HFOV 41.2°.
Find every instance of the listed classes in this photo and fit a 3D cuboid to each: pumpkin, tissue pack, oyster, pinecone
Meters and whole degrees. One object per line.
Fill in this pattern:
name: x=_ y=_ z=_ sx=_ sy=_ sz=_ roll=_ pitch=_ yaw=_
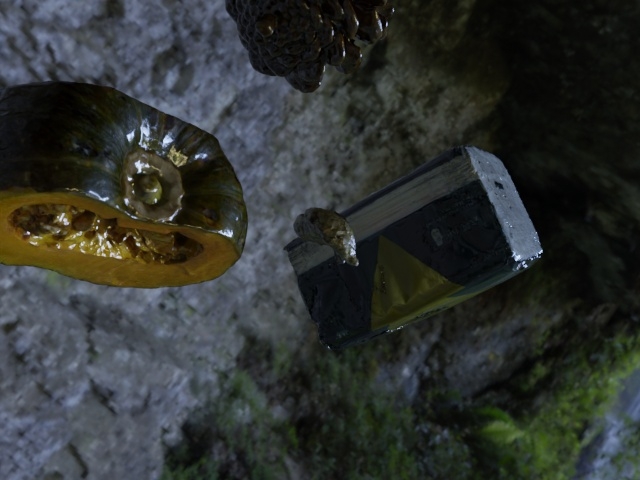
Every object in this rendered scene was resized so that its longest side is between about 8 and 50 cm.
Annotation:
pumpkin: x=-0.231 y=-0.040 z=0.855 sx=0.221 sy=0.139 sz=0.317 roll=-19 pitch=-20 yaw=33
tissue pack: x=0.176 y=0.020 z=1.631 sx=0.264 sy=0.416 sz=0.253 roll=1 pitch=64 yaw=-64
oyster: x=0.000 y=0.000 z=1.013 sx=0.083 sy=0.038 sz=0.081 roll=-13 pitch=-83 yaw=36
pinecone: x=-0.004 y=-0.351 z=1.202 sx=0.244 sy=0.309 sz=0.244 roll=29 pitch=-38 yaw=26
